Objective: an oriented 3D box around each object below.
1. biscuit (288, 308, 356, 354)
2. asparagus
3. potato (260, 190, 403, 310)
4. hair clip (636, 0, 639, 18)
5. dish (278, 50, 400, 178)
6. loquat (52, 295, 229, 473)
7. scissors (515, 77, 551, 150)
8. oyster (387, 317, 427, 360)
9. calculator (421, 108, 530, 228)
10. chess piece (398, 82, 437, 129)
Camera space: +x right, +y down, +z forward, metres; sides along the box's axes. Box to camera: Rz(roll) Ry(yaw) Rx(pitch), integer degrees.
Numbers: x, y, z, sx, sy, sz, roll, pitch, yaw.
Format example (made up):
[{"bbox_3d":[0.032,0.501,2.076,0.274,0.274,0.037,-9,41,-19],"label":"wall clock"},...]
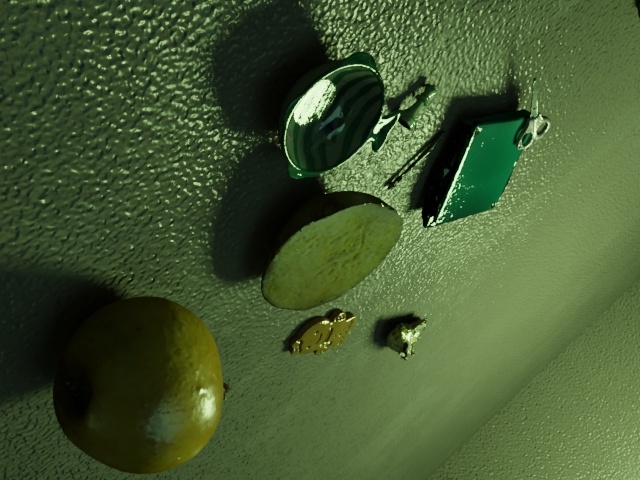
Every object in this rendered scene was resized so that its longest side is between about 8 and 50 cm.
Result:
[{"bbox_3d":[0.011,0.215,1.593,0.184,0.027,0.133,13,118,-53],"label":"biscuit"},{"bbox_3d":[0.195,-0.161,1.392,0.166,0.016,0.013,-46,-179,0],"label":"asparagus"},{"bbox_3d":[0.000,0.000,1.269,0.239,0.116,0.299,11,130,-45],"label":"potato"},{"bbox_3d":[0.740,-0.519,1.415,0.310,0.206,0.194,13,117,-53],"label":"hair clip"},{"bbox_3d":[0.014,-0.205,1.088,0.246,0.078,0.224,3,125,-48],"label":"dish"},{"bbox_3d":[-0.271,0.230,1.083,0.275,0.275,0.274,-29,144,-24],"label":"loquat"},{"bbox_3d":[0.452,-0.270,1.454,0.100,0.015,0.189,-36,144,-13],"label":"scissors"},{"bbox_3d":[0.230,0.260,1.853,0.209,0.072,0.132,-22,139,-63],"label":"oyster"},{"bbox_3d":[0.345,-0.164,1.512,0.248,0.058,0.274,-18,138,-37],"label":"calculator"},{"bbox_3d":[0.180,-0.250,1.257,0.093,0.042,0.042,-50,147,-2],"label":"chess piece"}]
